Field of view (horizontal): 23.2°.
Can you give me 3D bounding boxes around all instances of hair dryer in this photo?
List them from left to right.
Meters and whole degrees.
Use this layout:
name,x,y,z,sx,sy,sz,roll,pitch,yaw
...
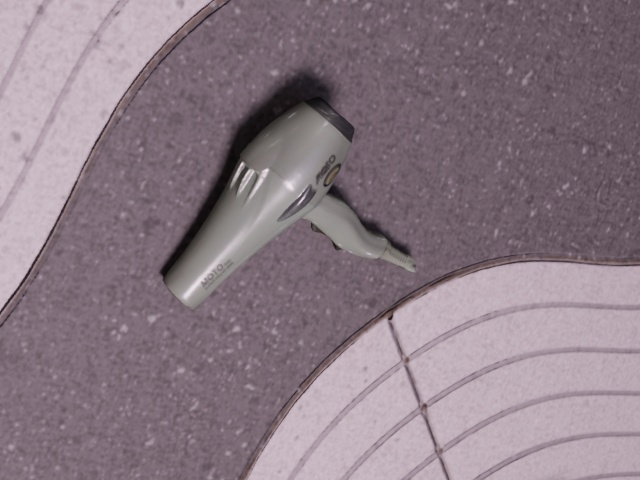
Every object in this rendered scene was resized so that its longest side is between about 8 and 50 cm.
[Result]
name,x,y,z,sx,sy,sz,roll,pitch,yaw
hair dryer,-0.033,0.013,1.514,0.229,0.092,0.267,-36,134,-8
